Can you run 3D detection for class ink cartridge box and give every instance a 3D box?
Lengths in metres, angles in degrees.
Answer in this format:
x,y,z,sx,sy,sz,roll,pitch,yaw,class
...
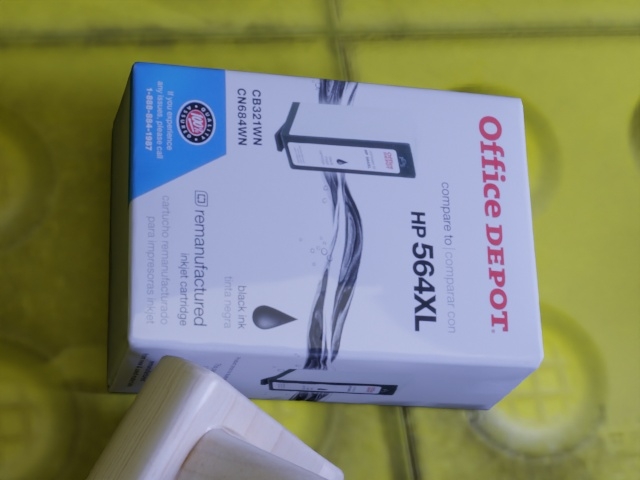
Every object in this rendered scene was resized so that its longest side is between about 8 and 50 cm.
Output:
x,y,z,sx,sy,sz,roll,pitch,yaw,class
0.000,0.000,0.880,0.203,0.086,0.148,3,68,-13,ink cartridge box

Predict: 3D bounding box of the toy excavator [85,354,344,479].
x,y,z,sx,sy,sz,roll,pitch,yaw,class
0.157,0.204,0.733,0.445,0.433,0.222,38,76,-27,toy excavator
